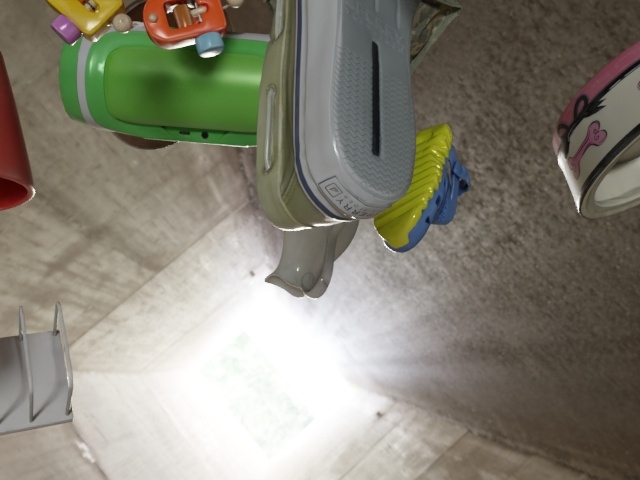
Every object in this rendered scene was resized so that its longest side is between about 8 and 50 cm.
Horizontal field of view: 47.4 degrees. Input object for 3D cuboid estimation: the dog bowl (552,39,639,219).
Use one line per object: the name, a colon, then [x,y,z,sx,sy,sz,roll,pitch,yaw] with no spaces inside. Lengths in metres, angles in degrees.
dog bowl: [0.606,-0.221,1.325,0.150,0.408,0.408,61,178,25]

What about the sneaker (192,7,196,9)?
sneaker: [-0.114,-0.271,0.692,0.064,0.086,0.192,49,-169,-26]

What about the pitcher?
pitcher: [0.000,0.000,1.259,0.125,0.207,0.178,29,172,-27]

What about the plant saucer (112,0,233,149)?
plant saucer: [-0.294,-0.316,1.293,0.310,0.310,0.050,46,-167,27]

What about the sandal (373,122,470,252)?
sandal: [0.194,-0.079,1.286,0.126,0.317,0.138,-18,118,39]

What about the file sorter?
file sorter: [-0.603,0.235,1.321,0.192,0.278,0.173,69,151,28]

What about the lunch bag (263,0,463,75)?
lunch bag: [0.018,-0.379,1.032,0.287,0.169,0.235,0,-129,-40]

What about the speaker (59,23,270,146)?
speaker: [-0.138,-0.181,0.850,0.297,0.131,0.131,5,169,1]

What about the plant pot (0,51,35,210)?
plant pot: [-0.602,-0.186,1.149,0.275,0.275,0.243,93,170,-79]

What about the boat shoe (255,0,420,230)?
boat shoe: [0.005,-0.149,0.489,0.094,0.302,0.109,-18,145,40]

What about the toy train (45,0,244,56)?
toy train: [-0.131,-0.190,0.495,0.046,0.125,0.166,146,102,-80]
